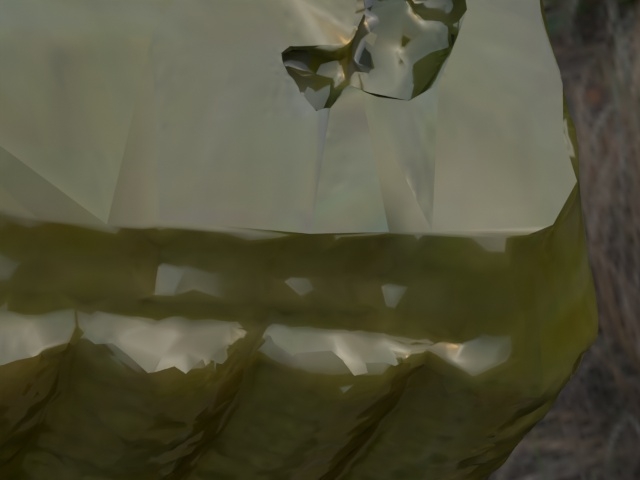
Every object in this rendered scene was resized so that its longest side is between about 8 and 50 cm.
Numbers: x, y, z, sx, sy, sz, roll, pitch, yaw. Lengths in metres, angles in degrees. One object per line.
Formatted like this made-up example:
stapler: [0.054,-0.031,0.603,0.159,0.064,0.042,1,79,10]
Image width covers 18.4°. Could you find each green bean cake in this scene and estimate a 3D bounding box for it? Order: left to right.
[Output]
green bean cake: [-0.061,-0.052,0.458,0.233,0.124,0.236,3,59,-19]
